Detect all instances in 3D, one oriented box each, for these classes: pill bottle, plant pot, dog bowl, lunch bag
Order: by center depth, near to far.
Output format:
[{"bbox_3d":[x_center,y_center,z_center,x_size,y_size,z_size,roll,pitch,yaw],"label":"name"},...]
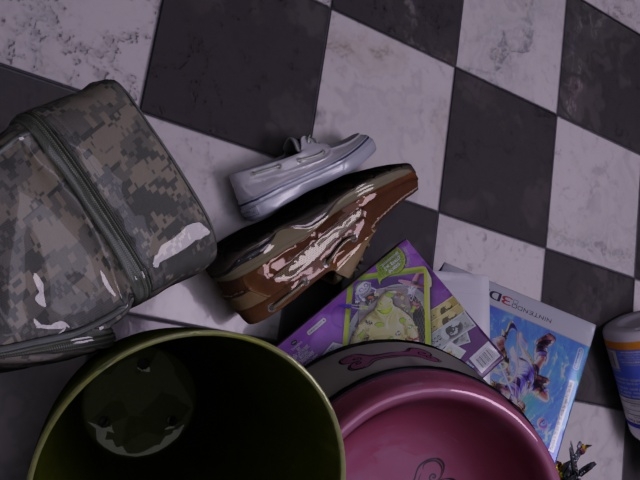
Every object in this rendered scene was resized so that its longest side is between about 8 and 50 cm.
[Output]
[{"bbox_3d":[-0.286,0.018,0.742,0.256,0.305,0.212,-35,100,-35],"label":"lunch bag"},{"bbox_3d":[-0.158,0.202,0.788,0.275,0.293,0.274,-1,94,-22],"label":"plant pot"},{"bbox_3d":[0.098,0.322,0.893,0.408,0.150,0.407,1,87,-17],"label":"dog bowl"},{"bbox_3d":[0.609,0.266,1.382,0.152,0.152,0.271,-20,95,-33],"label":"pill bottle"}]

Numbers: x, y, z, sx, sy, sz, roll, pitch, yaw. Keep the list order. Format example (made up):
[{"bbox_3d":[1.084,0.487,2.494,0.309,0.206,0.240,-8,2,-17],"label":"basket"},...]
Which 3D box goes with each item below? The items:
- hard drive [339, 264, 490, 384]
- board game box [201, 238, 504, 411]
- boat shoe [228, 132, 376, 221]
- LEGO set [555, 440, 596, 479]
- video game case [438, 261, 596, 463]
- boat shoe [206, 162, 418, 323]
[{"bbox_3d":[0.125,0.197,1.066,0.210,0.040,0.318,5,72,-4],"label":"hard drive"},{"bbox_3d":[0.046,0.183,1.004,0.347,0.056,0.208,-38,91,-15],"label":"board game box"},{"bbox_3d":[-0.020,-0.108,1.056,0.226,0.083,0.075,-32,103,-31],"label":"boat shoe"},{"bbox_3d":[0.336,0.477,1.152,0.255,0.192,0.331,-18,94,-34],"label":"LEGO set"},{"bbox_3d":[0.242,0.199,1.136,0.244,0.061,0.269,22,69,5],"label":"video game case"},{"bbox_3d":[0.000,0.000,1.046,0.324,0.123,0.119,-30,106,-24],"label":"boat shoe"}]
